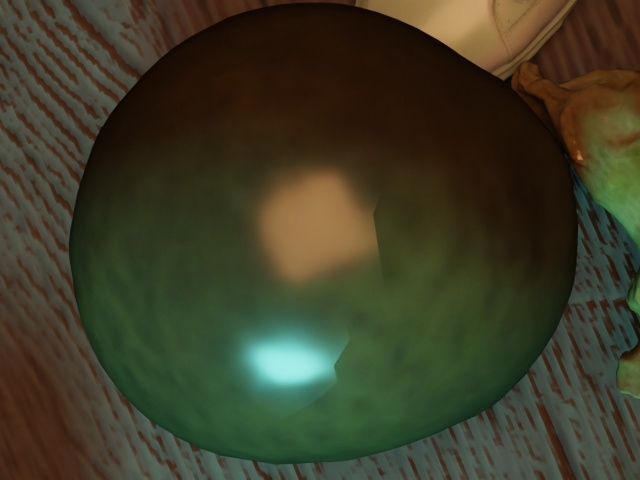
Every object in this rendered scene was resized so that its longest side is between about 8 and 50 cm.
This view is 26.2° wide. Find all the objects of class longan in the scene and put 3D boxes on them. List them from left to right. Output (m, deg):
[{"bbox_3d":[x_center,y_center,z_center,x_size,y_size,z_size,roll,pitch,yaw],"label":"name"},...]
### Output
[{"bbox_3d":[0.000,0.000,0.577,0.213,0.198,0.198,9,89,9],"label":"longan"}]

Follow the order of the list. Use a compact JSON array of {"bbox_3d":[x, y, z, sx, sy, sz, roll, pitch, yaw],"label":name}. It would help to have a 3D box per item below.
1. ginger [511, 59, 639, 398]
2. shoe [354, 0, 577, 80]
[{"bbox_3d":[0.208,-0.013,0.588,0.270,0.123,0.218,35,94,0],"label":"ginger"},{"bbox_3d":[0.107,-0.171,0.612,0.095,0.110,0.265,41,89,4],"label":"shoe"}]
